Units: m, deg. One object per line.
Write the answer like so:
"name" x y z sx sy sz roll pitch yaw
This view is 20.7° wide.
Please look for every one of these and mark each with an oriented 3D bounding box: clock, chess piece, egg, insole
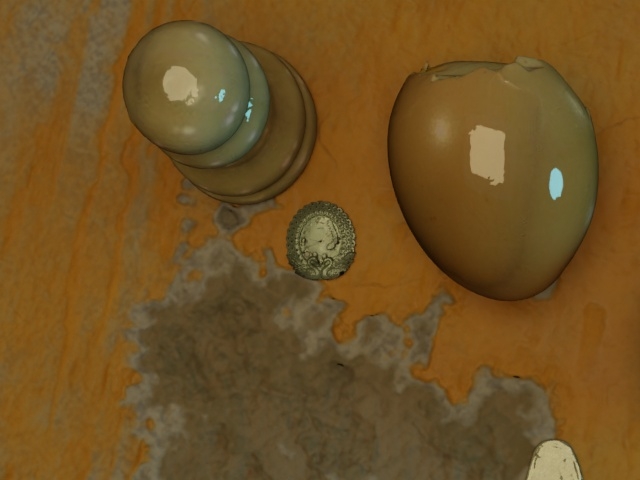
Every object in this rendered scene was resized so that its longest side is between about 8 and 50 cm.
"clock" 0.000 0.000 1.816 0.074 0.010 0.083 -1 84 11
"chess piece" -0.103 -0.135 1.702 0.167 0.299 0.167 -1 84 9
"egg" 0.168 -0.062 1.695 0.201 0.201 0.244 -10 84 10
"insole" 0.235 0.294 1.744 0.063 0.010 0.192 -6 83 10
